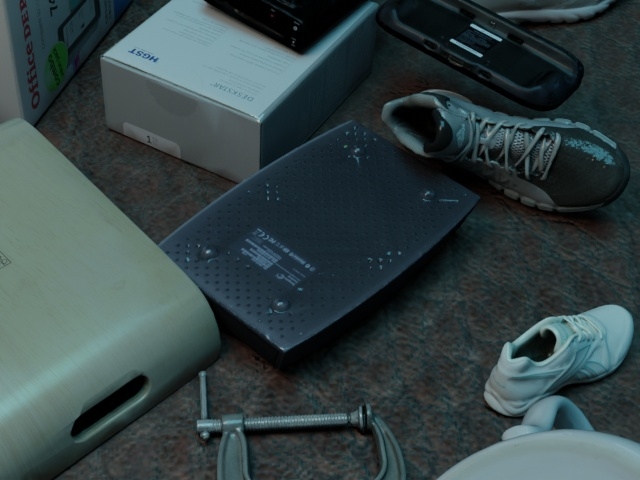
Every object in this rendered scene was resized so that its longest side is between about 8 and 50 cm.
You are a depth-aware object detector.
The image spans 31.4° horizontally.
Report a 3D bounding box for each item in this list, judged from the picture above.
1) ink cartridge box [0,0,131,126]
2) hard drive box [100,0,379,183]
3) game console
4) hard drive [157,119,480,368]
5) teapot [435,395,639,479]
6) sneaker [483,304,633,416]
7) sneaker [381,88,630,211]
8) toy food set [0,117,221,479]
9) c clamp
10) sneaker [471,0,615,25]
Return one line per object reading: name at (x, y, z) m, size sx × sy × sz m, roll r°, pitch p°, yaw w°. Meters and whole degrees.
ink cartridge box at (-0.333, -0.276, 1.141) m, size 0.197 × 0.198 × 0.270 m, roll 14°, pitch 46°, yaw 10°
hard drive box at (-0.076, -0.176, 1.132) m, size 0.181 × 0.089 × 0.232 m, roll 24°, pitch 47°, yaw 19°
game console at (0.079, -0.220, 1.106) m, size 0.361 × 0.044 × 0.213 m, roll 31°, pitch 51°, yaw 17°
hard drive at (0.000, 0.000, 0.982) m, size 0.172 × 0.054 × 0.254 m, roll 34°, pitch 51°, yaw 27°
teapot at (0.158, 0.241, 0.661) m, size 0.252 × 0.187 × 0.256 m, roll 27°, pitch 79°, yaw 46°
sneaker at (0.198, 0.085, 0.905) m, size 0.152 × 0.061 × 0.053 m, roll -25°, pitch 49°, yaw -28°
sneaker at (0.154, -0.080, 1.021) m, size 0.228 × 0.086 × 0.132 m, roll 19°, pitch 11°, yaw 27°
toy food set at (-0.257, 0.045, 0.910) m, size 0.219 × 0.092 × 0.306 m, roll -33°, pitch 63°, yaw -33°
c clamp at (-0.017, 0.150, 0.850) m, size 0.160 × 0.022 × 0.137 m, roll 2°, pitch 44°, yaw -1°
sneaker at (0.247, -0.308, 1.270) m, size 0.281 × 0.115 × 0.105 m, roll -22°, pitch 50°, yaw -24°
